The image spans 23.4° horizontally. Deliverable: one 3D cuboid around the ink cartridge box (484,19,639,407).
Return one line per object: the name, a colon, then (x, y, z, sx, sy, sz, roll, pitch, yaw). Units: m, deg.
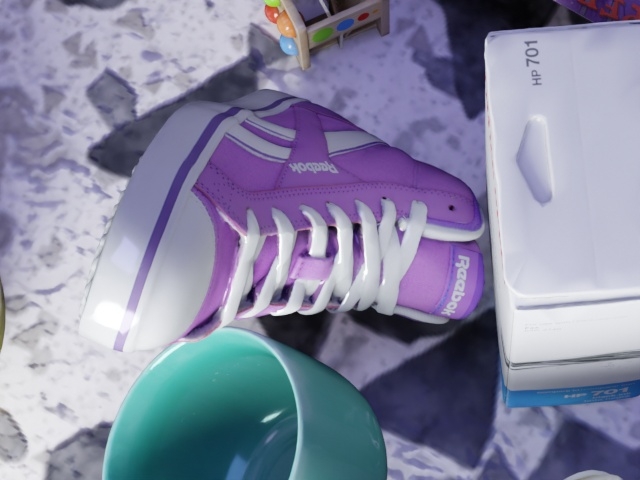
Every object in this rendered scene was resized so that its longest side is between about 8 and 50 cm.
ink cartridge box: (0.125, -0.006, 0.779, 0.082, 0.191, 0.140, -3, 71, 3)

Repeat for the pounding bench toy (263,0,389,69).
pounding bench toy: (0.000, -0.146, 0.893, 0.065, 0.083, 0.052, -24, 71, -6)

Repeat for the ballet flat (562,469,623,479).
ballet flat: (0.174, 0.184, 0.748, 0.408, 0.147, 0.147, 10, 72, -1)

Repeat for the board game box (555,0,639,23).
board game box: (0.126, -0.249, 0.890, 0.346, 0.056, 0.208, 36, 59, 24)

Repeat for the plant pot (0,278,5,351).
plant pot: (-0.226, 0.051, 0.832, 0.134, 0.095, 0.134, -1, 70, 4)

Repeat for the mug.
mug: (-0.041, 0.118, 0.792, 0.157, 0.097, 0.130, 3, 73, 41)

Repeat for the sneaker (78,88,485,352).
sneaker: (0.000, -0.001, 0.756, 0.161, 0.282, 0.102, 25, 115, 10)
